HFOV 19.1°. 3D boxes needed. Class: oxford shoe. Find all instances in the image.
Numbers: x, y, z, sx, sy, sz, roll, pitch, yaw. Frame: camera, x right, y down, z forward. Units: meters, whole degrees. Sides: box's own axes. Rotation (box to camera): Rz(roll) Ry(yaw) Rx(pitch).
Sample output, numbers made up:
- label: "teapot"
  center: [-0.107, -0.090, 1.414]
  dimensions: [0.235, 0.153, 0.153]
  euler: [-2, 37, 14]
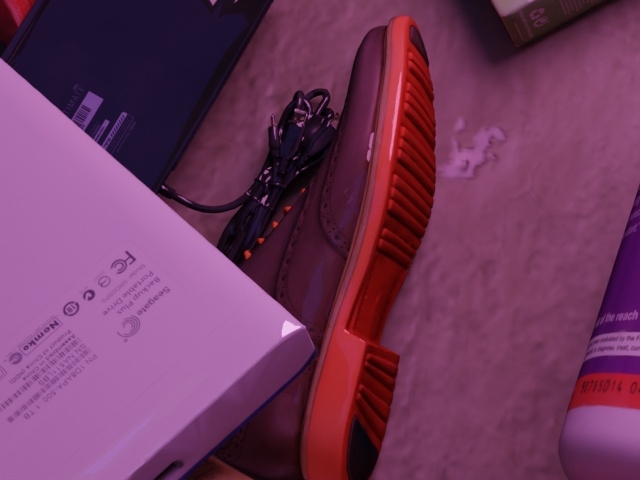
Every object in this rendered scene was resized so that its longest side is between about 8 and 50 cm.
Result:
- label: "oxford shoe"
  center: [0.000, 0.000, 1.050]
  dimensions: [0.098, 0.097, 0.271]
  euler: [8, 75, 20]

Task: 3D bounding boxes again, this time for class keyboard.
- label: "keyboard"
  center: [-0.109, -0.039, 1.104]
  dimensions: [0.202, 0.033, 0.317]
  euler: [30, 83, 4]

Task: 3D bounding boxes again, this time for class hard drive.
- label: "hard drive"
  center: [-0.184, 0.030, 0.993]
  dimensions: [0.210, 0.040, 0.319]
  euler: [-42, 57, -13]

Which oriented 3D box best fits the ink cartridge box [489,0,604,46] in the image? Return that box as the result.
- label: "ink cartridge box"
  center: [0.177, -0.240, 1.106]
  dimensions: [0.235, 0.056, 0.171]
  euler: [-28, 67, 7]

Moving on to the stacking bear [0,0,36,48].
- label: "stacking bear"
  center: [-0.300, -0.214, 1.175]
  dimensions: [0.289, 0.175, 0.164]
  euler: [5, 71, 24]

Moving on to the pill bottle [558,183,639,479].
- label: "pill bottle"
  center: [0.245, -0.004, 0.938]
  dimensions: [0.182, 0.181, 0.323]
  euler: [15, 77, 19]

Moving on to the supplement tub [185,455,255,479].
- label: "supplement tub"
  center: [-0.068, 0.187, 0.978]
  dimensions: [0.200, 0.144, 0.144]
  euler: [26, 80, 22]
